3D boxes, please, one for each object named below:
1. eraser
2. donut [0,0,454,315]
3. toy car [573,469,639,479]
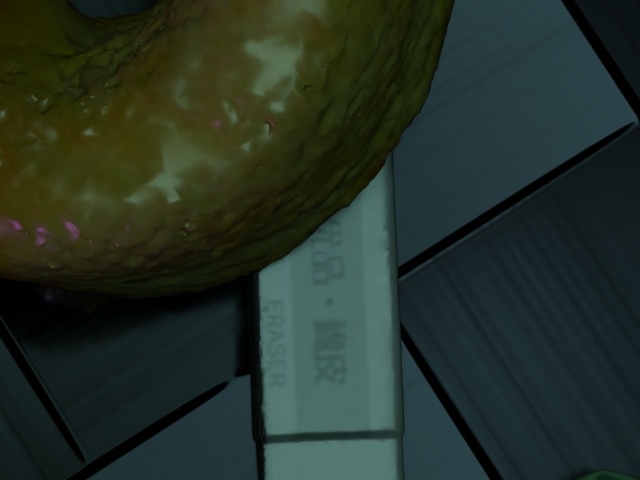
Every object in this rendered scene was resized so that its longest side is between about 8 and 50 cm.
[{"bbox_3d":[0.000,0.000,1.085,0.089,0.061,0.351,-2,84,-5],"label":"eraser"},{"bbox_3d":[-0.114,-0.159,0.985,0.435,0.163,0.377,-31,86,11],"label":"donut"},{"bbox_3d":[0.212,0.209,1.082,0.186,0.058,0.093,37,83,-1],"label":"toy car"}]
